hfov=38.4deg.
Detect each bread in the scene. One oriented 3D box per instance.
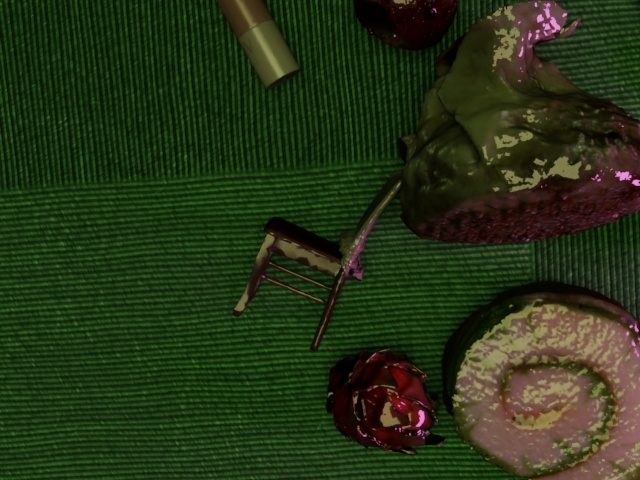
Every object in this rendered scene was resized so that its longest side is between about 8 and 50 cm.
[{"bbox_3d":[0.388,0.261,1.522,0.366,0.129,0.381,-4,96,3],"label":"bread"}]

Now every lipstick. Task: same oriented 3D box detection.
[{"bbox_3d":[-0.124,-0.381,1.537,0.070,0.070,0.254,-29,92,7],"label":"lipstick"}]

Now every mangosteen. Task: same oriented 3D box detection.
[{"bbox_3d":[0.143,-0.399,1.477,0.166,0.166,0.180,25,71,3],"label":"mangosteen"}]

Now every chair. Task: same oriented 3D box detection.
[{"bbox_3d":[0.000,0.000,1.519,0.186,0.160,0.319,24,99,1],"label":"chair"}]

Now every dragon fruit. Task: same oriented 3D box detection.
[{"bbox_3d":[0.103,0.265,1.528,0.189,0.182,0.182,-11,94,11],"label":"dragon fruit"}]

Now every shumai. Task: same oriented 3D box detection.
[{"bbox_3d":[0.300,-0.178,1.421,0.395,0.395,0.348,-10,74,6],"label":"shumai"}]

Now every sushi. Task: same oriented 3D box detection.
[{"bbox_3d":[0.165,-0.143,1.555,0.046,0.044,0.083,-23,95,-15],"label":"sushi"}]
